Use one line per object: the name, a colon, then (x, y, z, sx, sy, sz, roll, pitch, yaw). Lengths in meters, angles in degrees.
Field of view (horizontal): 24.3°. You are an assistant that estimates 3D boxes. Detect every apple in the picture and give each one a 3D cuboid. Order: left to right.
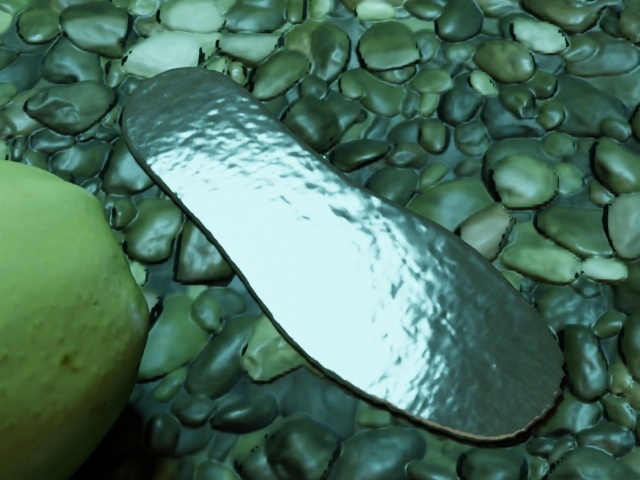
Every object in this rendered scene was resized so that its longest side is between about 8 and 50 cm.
apple: (-0.183, 0.052, 0.720, 0.200, 0.200, 0.200, -3, 57, 5)

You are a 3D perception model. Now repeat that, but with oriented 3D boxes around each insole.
insole: (0.000, 0.000, 0.832, 0.111, 0.007, 0.328, -39, 61, -18)
